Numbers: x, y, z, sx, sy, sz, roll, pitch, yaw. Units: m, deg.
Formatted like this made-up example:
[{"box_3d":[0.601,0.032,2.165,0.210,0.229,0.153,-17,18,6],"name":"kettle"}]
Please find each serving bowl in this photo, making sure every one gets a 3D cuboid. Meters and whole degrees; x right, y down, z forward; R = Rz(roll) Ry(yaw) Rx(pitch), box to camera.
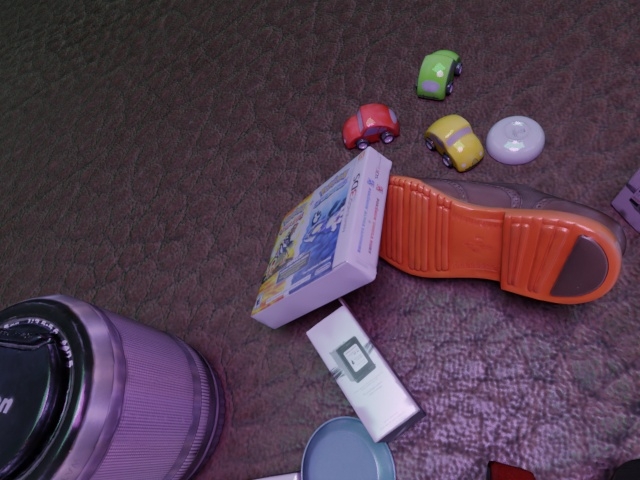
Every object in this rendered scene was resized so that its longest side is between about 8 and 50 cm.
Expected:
[{"box_3d":[0.292,-0.155,0.632,0.083,0.027,0.084,-7,64,14],"name":"serving bowl"}]

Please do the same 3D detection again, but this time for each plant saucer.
[{"box_3d":[0.030,0.269,0.490,0.119,0.021,0.120,12,56,-19],"name":"plant saucer"}]

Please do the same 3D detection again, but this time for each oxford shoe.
[{"box_3d":[0.192,-0.022,0.569,0.363,0.130,0.132,20,33,34],"name":"oxford shoe"}]

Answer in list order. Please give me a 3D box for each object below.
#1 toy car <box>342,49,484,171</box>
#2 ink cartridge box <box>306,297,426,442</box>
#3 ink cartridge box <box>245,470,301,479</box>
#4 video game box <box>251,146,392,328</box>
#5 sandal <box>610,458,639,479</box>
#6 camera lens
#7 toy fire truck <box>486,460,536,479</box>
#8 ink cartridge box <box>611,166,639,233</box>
[{"box_3d":[0.170,-0.235,0.693,0.238,0.053,0.225,18,73,24],"name":"toy car"},{"box_3d":[0.047,0.150,0.521,0.060,0.104,0.180,-37,60,0],"name":"ink cartridge box"},{"box_3d":[-0.063,0.338,0.488,0.198,0.067,0.115,-16,62,10],"name":"ink cartridge box"},{"box_3d":[0.000,0.000,0.552,0.205,0.048,0.187,-34,30,44],"name":"video game box"},{"box_3d":[0.289,0.297,0.321,0.120,0.086,0.303,8,29,27],"name":"sandal"},{"box_3d":[-0.264,0.199,0.499,0.219,0.274,0.220,-7,64,15],"name":"camera lens"},{"box_3d":[0.145,0.337,0.315,0.169,0.254,0.303,5,67,19],"name":"toy fire truck"},{"box_3d":[0.423,-0.076,0.491,0.099,0.135,0.056,-29,63,3],"name":"ink cartridge box"}]
